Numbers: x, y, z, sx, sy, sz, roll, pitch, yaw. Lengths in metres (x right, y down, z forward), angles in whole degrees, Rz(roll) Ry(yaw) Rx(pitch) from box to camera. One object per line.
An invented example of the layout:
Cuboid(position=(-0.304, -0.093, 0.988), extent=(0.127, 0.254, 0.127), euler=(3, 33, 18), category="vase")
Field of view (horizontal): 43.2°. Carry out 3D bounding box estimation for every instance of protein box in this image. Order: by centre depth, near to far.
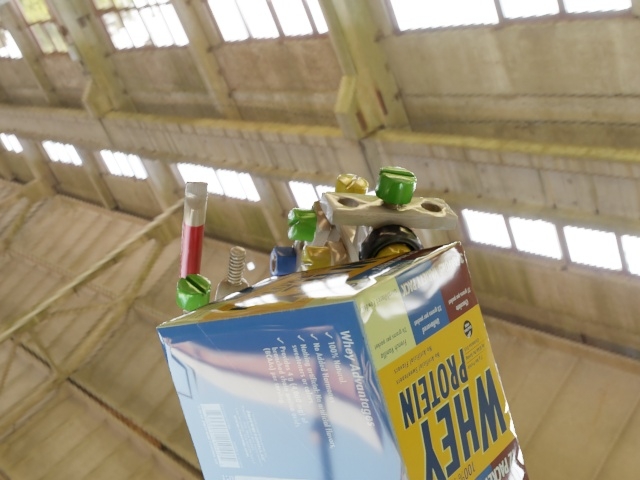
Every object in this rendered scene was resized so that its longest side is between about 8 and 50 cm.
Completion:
Cuboid(position=(0.015, 0.126, 0.605), extent=(0.201, 0.199, 0.136), euler=(-12, -173, 41), category="protein box")

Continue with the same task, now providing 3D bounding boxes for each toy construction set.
Cuboid(position=(0.000, 0.000, 0.825), extent=(0.309, 0.237, 0.257), euler=(14, -145, 6), category="toy construction set")
